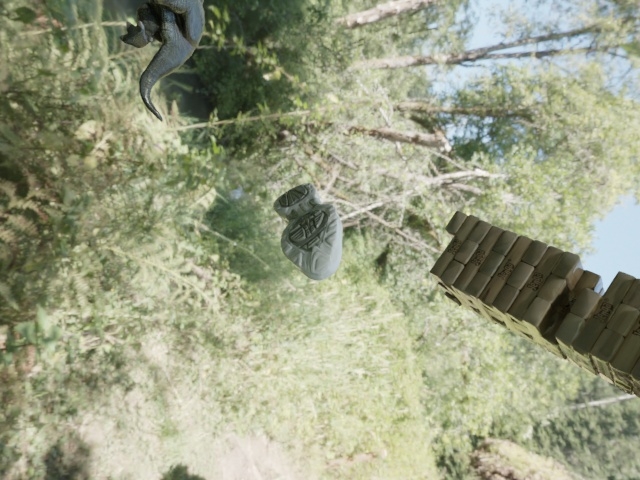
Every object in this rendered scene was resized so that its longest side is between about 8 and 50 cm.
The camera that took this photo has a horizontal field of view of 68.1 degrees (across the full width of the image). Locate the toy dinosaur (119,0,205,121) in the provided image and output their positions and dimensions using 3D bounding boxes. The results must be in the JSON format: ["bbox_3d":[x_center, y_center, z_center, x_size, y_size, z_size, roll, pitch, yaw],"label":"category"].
[{"bbox_3d":[-0.196,-0.320,0.613,0.160,0.121,0.313,-41,121,-69],"label":"toy dinosaur"}]

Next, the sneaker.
[{"bbox_3d":[0.000,0.000,0.697,0.115,0.090,0.232,58,7,-28],"label":"sneaker"}]

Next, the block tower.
[{"bbox_3d":[0.272,0.077,0.492,0.336,0.097,0.091,30,-9,43],"label":"block tower"}]
